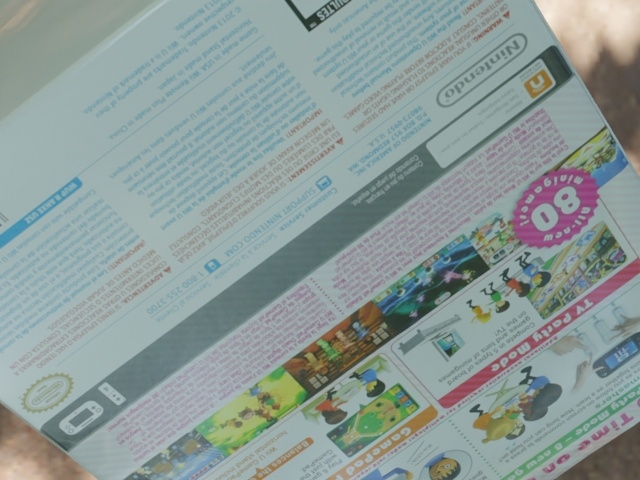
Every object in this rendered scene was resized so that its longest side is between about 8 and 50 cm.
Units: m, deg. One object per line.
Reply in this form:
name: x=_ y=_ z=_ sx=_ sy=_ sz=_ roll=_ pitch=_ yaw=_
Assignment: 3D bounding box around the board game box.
board game box: x=0.000 y=0.000 z=0.575 sx=0.303 sy=0.224 sz=0.097 roll=50 pitch=7 yaw=-41
